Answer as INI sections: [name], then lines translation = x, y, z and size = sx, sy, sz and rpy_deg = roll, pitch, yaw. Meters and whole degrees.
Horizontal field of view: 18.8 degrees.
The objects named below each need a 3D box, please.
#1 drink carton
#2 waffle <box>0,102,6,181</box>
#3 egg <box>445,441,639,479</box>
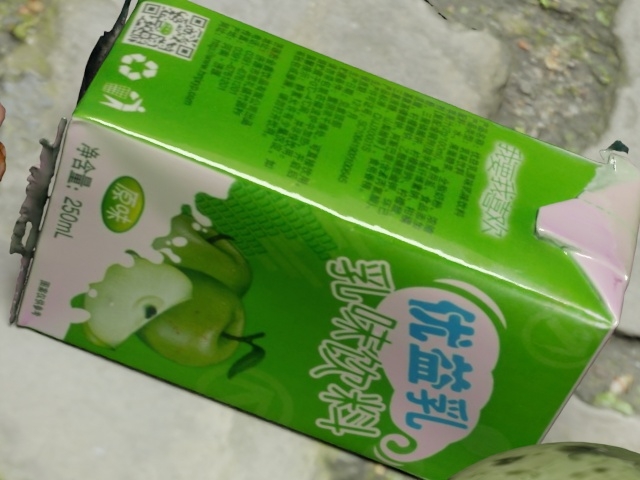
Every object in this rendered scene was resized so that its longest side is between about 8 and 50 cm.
[drink carton]
translation = 0.000, 0.000, 0.912
size = 0.271, 0.161, 0.108
rpy_deg = 21, 47, -3
[waffle]
translation = -0.272, -0.080, 0.953
size = 0.234, 0.055, 0.221
rpy_deg = 2, 49, -26
[egg]
translation = 0.087, 0.185, 0.781
size = 0.177, 0.177, 0.228
rpy_deg = 39, 60, 13
